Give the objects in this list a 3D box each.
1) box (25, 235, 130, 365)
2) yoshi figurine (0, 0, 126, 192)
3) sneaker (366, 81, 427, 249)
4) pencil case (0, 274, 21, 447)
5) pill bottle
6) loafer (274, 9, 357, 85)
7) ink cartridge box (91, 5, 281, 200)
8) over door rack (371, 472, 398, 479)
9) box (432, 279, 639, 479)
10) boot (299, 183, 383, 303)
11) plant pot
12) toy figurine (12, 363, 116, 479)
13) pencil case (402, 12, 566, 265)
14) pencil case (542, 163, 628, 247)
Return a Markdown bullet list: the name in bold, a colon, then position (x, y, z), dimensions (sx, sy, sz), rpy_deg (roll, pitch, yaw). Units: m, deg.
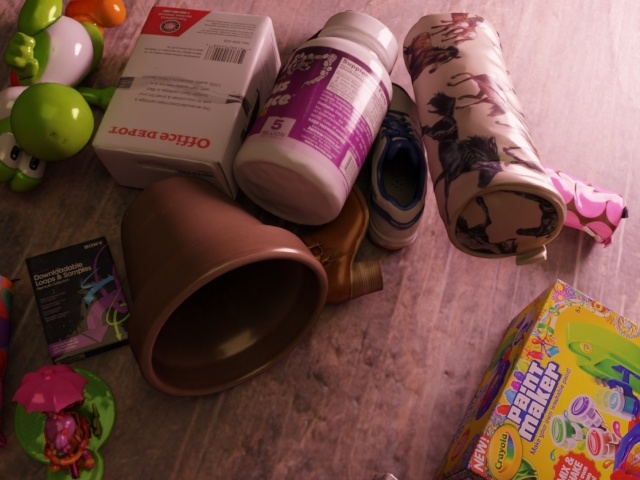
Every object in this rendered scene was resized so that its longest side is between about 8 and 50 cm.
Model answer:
- **box**: position (-0.334, 0.082, 1.051), dimensions (0.116, 0.029, 0.162), rpy_deg (-18, 68, -16)
- **yoshi figurine**: position (-0.379, -0.244, 1.106), dimensions (0.204, 0.203, 0.361), rpy_deg (12, 67, -10)
- **sneaker**: position (0.126, -0.139, 1.167), dimensions (0.112, 0.131, 0.296), rpy_deg (0, 64, -7)
- **pencil case**: position (-0.445, 0.152, 0.964), dimensions (0.105, 0.104, 0.236), rpy_deg (0, 66, -9)
- **pill bottle**: position (0.005, -0.187, 1.101), dimensions (0.169, 0.169, 0.301), rpy_deg (24, 64, 2)
- **loafer**: position (-0.011, -0.306, 1.249), dimensions (0.078, 0.076, 0.223), rpy_deg (24, 66, 29)
- **ink cartridge box**: position (-0.193, -0.208, 1.132), dimensions (0.197, 0.114, 0.272), rpy_deg (9, 63, 12)
- **over door rack**: position (0.108, 0.462, 0.888), dimensions (0.324, 0.108, 0.239), rpy_deg (44, 65, -11)
- **box**: position (0.346, 0.262, 0.994), dimensions (0.279, 0.177, 0.289), rpy_deg (30, 65, 6)
- **boot**: position (0.000, 0.000, 1.118), dimensions (0.153, 0.073, 0.197), rpy_deg (-9, 65, -8)
- **plant pot**: position (-0.155, 0.039, 1.001), dimensions (0.263, 0.263, 0.229), rpy_deg (-24, 52, -18)
- **toy figurine**: position (-0.320, 0.221, 0.918), dimensions (0.130, 0.159, 0.173), rpy_deg (-12, 69, -14)
- **pencil case**: position (0.233, -0.159, 1.112), dimensions (0.184, 0.160, 0.410), rpy_deg (31, 39, -37)
- **pencil case**: position (0.371, -0.063, 1.193), dimensions (0.210, 0.095, 0.098), rpy_deg (20, 65, 3)
